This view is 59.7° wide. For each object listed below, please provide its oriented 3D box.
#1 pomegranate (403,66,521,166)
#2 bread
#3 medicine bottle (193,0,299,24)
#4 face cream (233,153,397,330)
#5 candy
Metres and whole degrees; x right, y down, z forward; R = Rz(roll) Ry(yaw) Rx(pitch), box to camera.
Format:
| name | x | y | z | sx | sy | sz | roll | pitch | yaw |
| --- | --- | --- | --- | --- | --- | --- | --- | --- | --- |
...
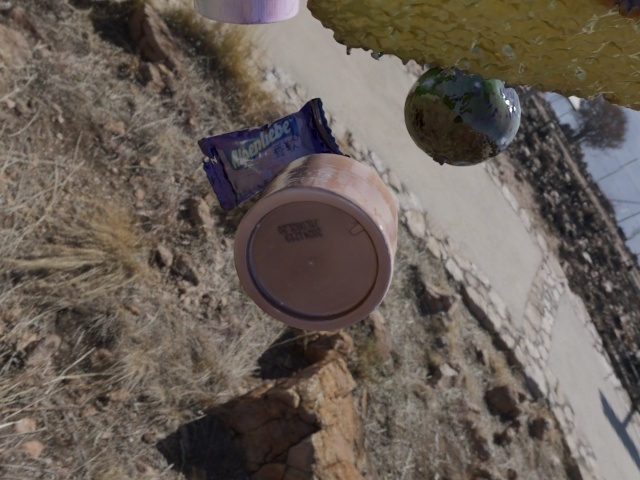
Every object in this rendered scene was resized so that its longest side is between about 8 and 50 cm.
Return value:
| name | x | y | z | sx | sy | sz | roll | pitch | yaw |
| --- | --- | --- | --- | --- | --- | --- | --- | --- | --- |
| pomegranate | 0.251 | -0.244 | 0.961 | 0.202 | 0.202 | 0.248 | 25 | 85 | -39 |
| bread | 0.120 | -0.164 | 0.315 | 0.260 | 0.129 | 0.134 | 14 | 89 | -4 |
| medicine bottle | -0.138 | -0.586 | 1.012 | 0.256 | 0.325 | 0.256 | 3 | 39 | -2 |
| face cream | 0.000 | 0.000 | 0.547 | 0.149 | 0.149 | 0.104 | 49 | 24 | -14 |
| candy | -0.086 | -0.149 | 0.994 | 0.070 | 0.275 | 0.145 | -50 | 123 | -64 |
